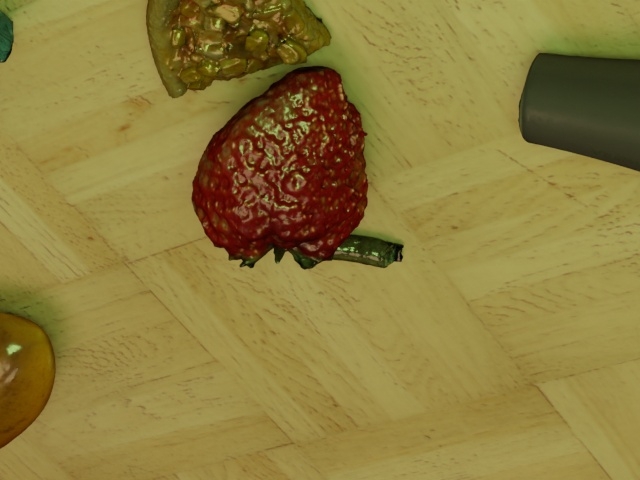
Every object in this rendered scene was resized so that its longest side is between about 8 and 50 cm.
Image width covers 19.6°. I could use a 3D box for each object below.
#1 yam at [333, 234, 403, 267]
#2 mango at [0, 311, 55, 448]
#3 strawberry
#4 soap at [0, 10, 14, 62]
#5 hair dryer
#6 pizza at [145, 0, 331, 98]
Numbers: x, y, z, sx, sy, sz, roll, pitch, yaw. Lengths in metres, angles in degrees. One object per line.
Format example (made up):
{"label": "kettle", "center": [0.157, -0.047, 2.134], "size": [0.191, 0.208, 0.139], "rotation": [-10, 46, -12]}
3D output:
{"label": "yam", "center": [0.000, 0.000, 1.441], "size": [0.129, 0.027, 0.033], "rotation": [10, 139, 7]}
{"label": "mango", "center": [-0.313, 0.121, 1.623], "size": [0.217, 0.102, 0.141], "rotation": [-29, 98, 36]}
{"label": "strawberry", "center": [-0.030, -0.054, 1.329], "size": [0.131, 0.131, 0.148], "rotation": [2, 112, 16]}
{"label": "soap", "center": [-0.356, -0.129, 1.382], "size": [0.156, 0.077, 0.293], "rotation": [38, 135, -23]}
{"label": "hair dryer", "center": [0.301, 0.006, 1.305], "size": [0.301, 0.121, 0.361], "rotation": [11, 144, 20]}
{"label": "pizza", "center": [-0.059, -0.151, 1.288], "size": [0.131, 0.041, 0.178], "rotation": [27, 137, -13]}
